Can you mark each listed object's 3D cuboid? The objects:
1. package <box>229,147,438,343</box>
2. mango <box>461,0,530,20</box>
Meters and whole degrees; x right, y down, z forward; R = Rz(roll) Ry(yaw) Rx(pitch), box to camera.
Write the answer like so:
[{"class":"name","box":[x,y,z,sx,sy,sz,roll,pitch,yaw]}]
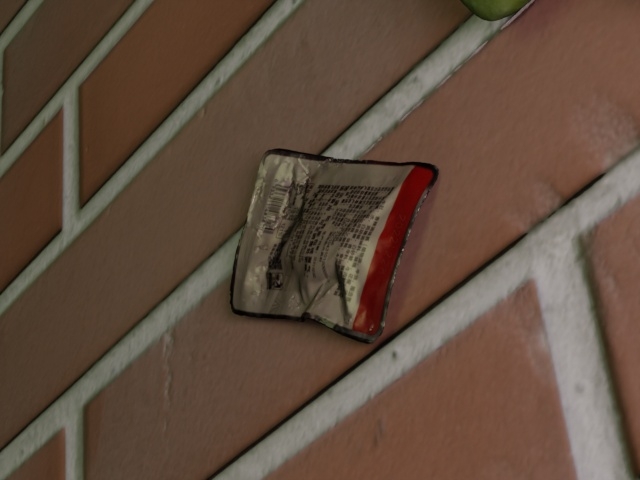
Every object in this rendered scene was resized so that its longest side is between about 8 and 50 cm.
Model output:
[{"class":"package","box":[0.000,0.000,1.339,0.239,0.030,0.154,9,79,58]},{"class":"mango","box":[0.165,-0.286,1.180,0.156,0.114,0.251,49,127,44]}]
